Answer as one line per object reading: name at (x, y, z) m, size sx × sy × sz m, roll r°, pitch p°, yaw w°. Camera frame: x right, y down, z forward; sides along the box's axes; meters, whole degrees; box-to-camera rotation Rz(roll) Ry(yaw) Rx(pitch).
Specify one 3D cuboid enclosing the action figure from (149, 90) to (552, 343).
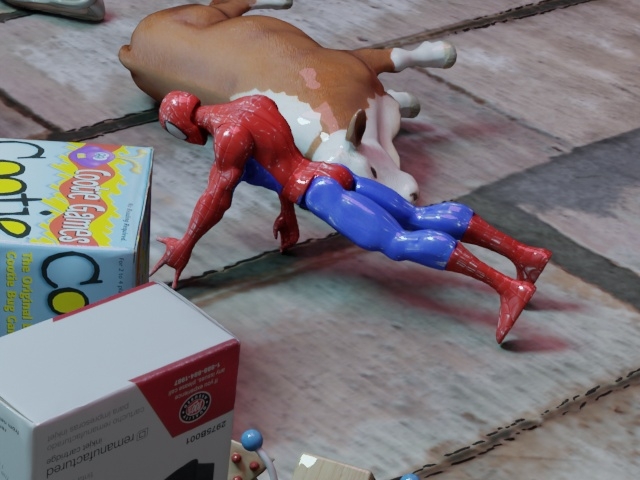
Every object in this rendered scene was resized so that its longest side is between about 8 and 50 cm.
action figure at (0.000, 0.000, 1.329) m, size 0.280 × 0.139 × 0.091 m, roll 31°, pitch 29°, yaw 3°

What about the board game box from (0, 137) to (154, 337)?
board game box at (-0.244, 0.026, 1.172) m, size 0.275 × 0.144 × 0.142 m, roll 4°, pitch 28°, yaw -2°

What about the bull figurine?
bull figurine at (-0.015, -0.118, 1.520) m, size 0.310 × 0.101 × 0.188 m, roll 29°, pitch 33°, yaw 35°

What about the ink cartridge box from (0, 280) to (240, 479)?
ink cartridge box at (-0.113, 0.125, 0.972) m, size 0.127 × 0.175 × 0.072 m, roll -22°, pitch 40°, yaw -38°

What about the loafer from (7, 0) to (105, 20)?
loafer at (-0.249, -0.221, 1.753) m, size 0.125 × 0.039 × 0.045 m, roll 16°, pitch 63°, yaw 27°

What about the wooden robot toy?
wooden robot toy at (0.009, 0.164, 1.056) m, size 0.173 × 0.076 × 0.079 m, roll 14°, pitch 65°, yaw 18°
